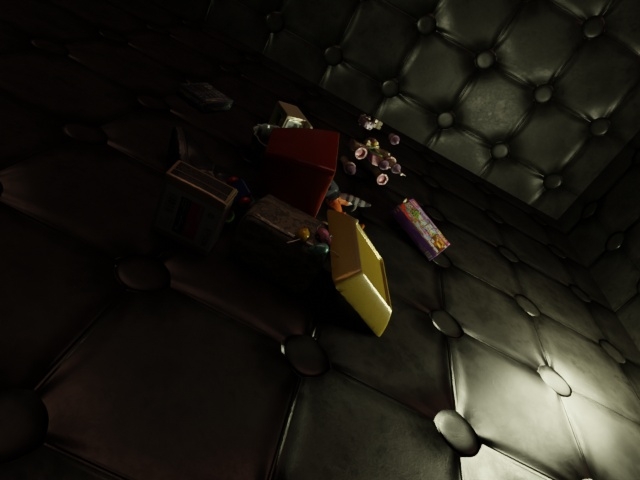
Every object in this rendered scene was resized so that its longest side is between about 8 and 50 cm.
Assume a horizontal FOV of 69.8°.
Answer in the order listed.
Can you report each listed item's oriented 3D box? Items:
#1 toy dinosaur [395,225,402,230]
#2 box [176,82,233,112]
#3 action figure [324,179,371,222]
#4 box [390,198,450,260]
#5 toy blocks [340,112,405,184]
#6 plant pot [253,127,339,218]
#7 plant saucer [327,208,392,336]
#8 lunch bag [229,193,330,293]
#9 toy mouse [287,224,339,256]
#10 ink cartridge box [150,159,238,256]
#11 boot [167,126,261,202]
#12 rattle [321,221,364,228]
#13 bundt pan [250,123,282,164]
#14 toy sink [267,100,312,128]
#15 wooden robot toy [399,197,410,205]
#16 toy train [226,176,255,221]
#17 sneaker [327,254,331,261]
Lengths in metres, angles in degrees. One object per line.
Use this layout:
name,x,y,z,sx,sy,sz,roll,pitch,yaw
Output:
toy dinosaur,0.397,-0.071,2.230,0.082,0.090,0.047,61,7,-72
box,-0.579,-0.723,2.310,0.183,0.059,0.232,35,29,8
action figure,0.052,-0.233,2.006,0.330,0.178,0.341,40,40,-21
box,0.480,-0.058,2.195,0.293,0.057,0.201,53,34,8
toy blocks,0.300,-0.456,2.443,0.288,0.309,0.260,15,27,-25
plant pot,-0.094,-0.250,1.629,0.236,0.267,0.267,17,42,-10
plant saucer,0.139,0.093,1.500,0.333,0.081,0.333,51,25,-39
lunch bag,-0.108,-0.008,1.505,0.305,0.212,0.256,29,35,-2
toy mouse,0.000,0.000,1.357,0.143,0.031,0.161,33,35,6
ink cartridge box,-0.378,-0.090,1.362,0.193,0.235,0.088,27,38,-5
boot,-0.327,-0.252,1.737,0.445,0.146,0.367,3,50,-33
rattle,0.048,-0.059,1.806,0.199,0.143,0.130,44,51,11
bundt pan,-0.180,-0.400,2.119,0.331,0.124,0.331,22,32,-14
toy sink,-0.166,-0.598,2.400,0.131,0.153,0.234,6,39,-36
wooden robot toy,0.459,-0.162,2.392,0.079,0.076,0.173,38,29,-9
toy train,-0.337,-0.097,1.538,0.105,0.248,0.143,58,-1,16
sneaker,0.073,0.058,1.727,0.211,0.080,0.081,29,52,-3
